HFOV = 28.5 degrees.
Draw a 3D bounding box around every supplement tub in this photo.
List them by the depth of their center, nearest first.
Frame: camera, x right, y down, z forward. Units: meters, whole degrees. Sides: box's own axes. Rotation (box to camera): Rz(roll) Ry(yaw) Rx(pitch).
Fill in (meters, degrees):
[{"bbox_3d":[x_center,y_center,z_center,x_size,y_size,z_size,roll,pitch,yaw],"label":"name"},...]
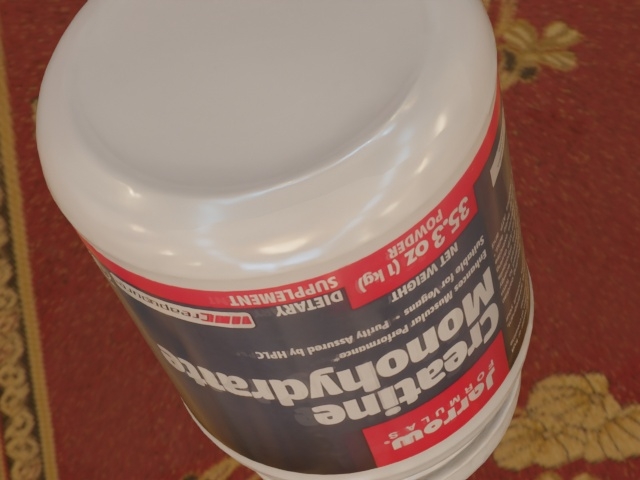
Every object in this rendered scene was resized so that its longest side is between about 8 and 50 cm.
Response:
[{"bbox_3d":[0.000,0.000,0.596,0.191,0.191,0.272,-16,143,4],"label":"supplement tub"}]
